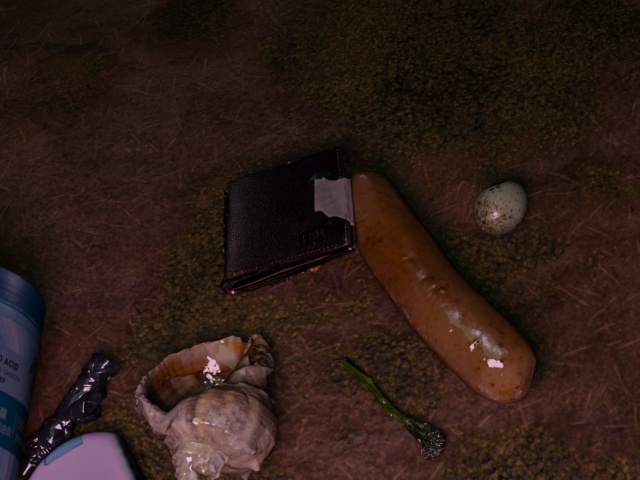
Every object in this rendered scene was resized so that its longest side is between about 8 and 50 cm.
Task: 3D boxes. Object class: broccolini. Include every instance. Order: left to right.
[{"bbox_3d":[0.104,0.256,1.094,0.044,0.042,0.218,-44,53,-16],"label":"broccolini"}]

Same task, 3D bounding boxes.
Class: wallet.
[{"bbox_3d":[-0.064,-0.037,1.253,0.263,0.071,0.220,-18,51,23],"label":"wallet"}]

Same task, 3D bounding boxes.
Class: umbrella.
[{"bbox_3d":[-0.405,0.288,1.151,0.071,0.080,0.224,38,71,-9],"label":"umbrella"}]

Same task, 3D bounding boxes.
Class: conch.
[{"bbox_3d":[-0.155,0.265,1.065,0.210,0.158,0.291,-4,17,19],"label":"conch"}]

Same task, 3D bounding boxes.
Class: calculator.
[{"bbox_3d":[-0.324,0.421,1.044,0.173,0.051,0.293,-31,60,-10],"label":"calculator"}]

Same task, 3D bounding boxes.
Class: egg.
[{"bbox_3d":[0.312,-0.059,1.224,0.085,0.085,0.110,30,67,27],"label":"egg"}]

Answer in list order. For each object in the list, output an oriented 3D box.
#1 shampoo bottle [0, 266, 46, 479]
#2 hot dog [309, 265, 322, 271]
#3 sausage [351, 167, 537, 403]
[{"bbox_3d":[-0.609,0.238,1.059,0.332,0.331,0.342,-7,57,6],"label":"shampoo bottle"},{"bbox_3d":[0.000,0.000,1.273,0.057,0.041,0.133,12,60,18],"label":"hot dog"},{"bbox_3d":[0.164,0.056,1.155,0.136,0.123,0.500,-27,55,-13],"label":"sausage"}]
